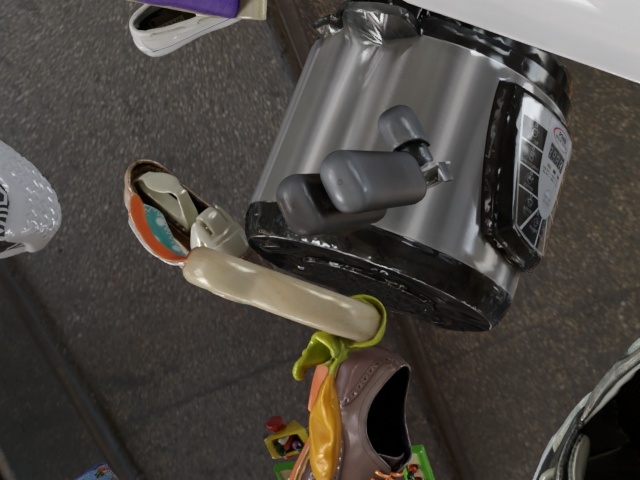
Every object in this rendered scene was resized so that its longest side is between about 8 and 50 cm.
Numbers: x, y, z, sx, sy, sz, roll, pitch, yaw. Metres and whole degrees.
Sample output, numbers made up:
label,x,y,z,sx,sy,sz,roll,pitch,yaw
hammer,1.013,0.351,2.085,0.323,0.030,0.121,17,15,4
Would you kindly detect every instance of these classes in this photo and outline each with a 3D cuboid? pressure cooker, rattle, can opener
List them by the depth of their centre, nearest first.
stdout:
label,x,y,z,sx,sy,sz,roll,pitch,yaw
rattle,-0.063,0.067,0.609,0.200,0.130,0.142,19,104,-28
can opener,0.039,-0.064,0.719,0.076,0.283,0.095,-26,85,22
pressure cooker,0.126,-0.128,1.142,0.376,0.370,0.420,23,78,-11

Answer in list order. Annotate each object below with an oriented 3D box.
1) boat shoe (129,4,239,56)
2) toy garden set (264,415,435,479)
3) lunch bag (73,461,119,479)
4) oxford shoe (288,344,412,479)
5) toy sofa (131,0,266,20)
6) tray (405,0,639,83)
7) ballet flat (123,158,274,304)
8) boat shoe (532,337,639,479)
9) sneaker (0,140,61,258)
label,x,y,z,sx,sy,sz,roll,pitch,yaw
boat shoe,-0.192,-0.398,1.418,0.268,0.088,0.096,-27,81,-3
toy garden set,0.040,0.351,1.344,0.244,0.049,0.203,-12,116,16
lunch bag,-0.320,0.525,1.336,0.138,0.221,0.293,-22,103,-25
oxford shoe,0.033,0.240,0.888,0.097,0.098,0.271,3,95,-43
toy sofa,-0.171,-0.381,1.147,0.177,0.362,0.150,7,100,22
tray,0.188,-0.171,0.552,0.270,0.030,0.145,21,149,7
ballet flat,-0.188,-0.021,1.286,0.107,0.316,0.106,-39,150,-32
boat shoe,0.179,0.128,0.497,0.119,0.121,0.335,-17,135,-39
sneaker,-0.410,0.003,0.696,0.366,0.137,0.210,1,145,-40
